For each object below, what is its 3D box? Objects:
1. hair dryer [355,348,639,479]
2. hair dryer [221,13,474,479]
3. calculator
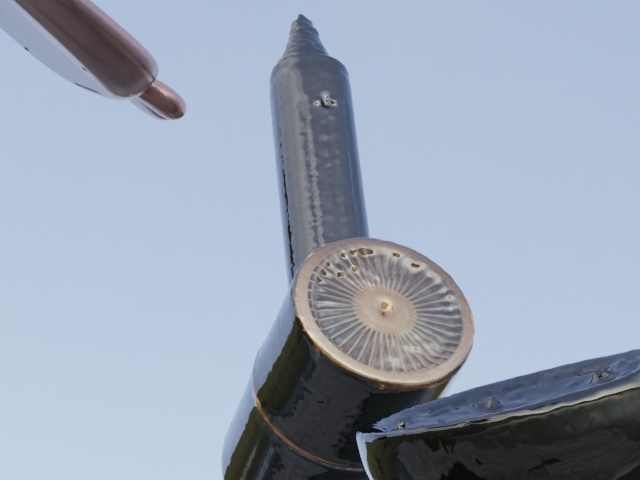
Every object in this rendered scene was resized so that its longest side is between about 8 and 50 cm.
[{"bbox_3d":[0.159,0.185,0.833,0.156,0.320,0.284,-16,7,25],"label":"hair dryer"},{"bbox_3d":[0.000,0.000,1.136,0.107,0.352,0.189,8,-42,-15],"label":"hair dryer"},{"bbox_3d":[-0.117,-0.096,0.733,0.166,0.024,0.103,40,-9,-29],"label":"calculator"}]
